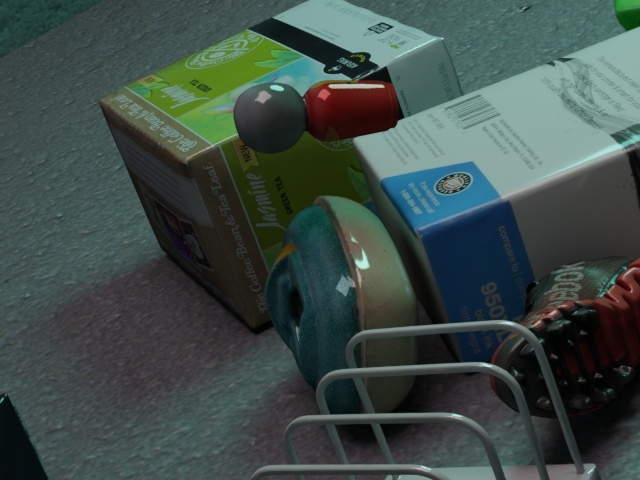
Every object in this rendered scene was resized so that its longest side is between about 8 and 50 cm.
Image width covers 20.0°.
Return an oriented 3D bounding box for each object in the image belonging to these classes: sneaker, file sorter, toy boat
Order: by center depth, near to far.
[{"bbox_3d":[0.066,0.203,1.386,0.193,0.173,0.277,-6,27,31],"label":"file sorter"},{"bbox_3d":[0.221,0.083,1.583,0.135,0.097,0.276,-4,16,44],"label":"sneaker"},{"bbox_3d":[0.000,0.000,1.696,0.148,0.318,0.267,-7,21,-9],"label":"toy boat"}]

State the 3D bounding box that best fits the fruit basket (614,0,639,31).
[{"bbox_3d":[0.535,-0.328,2.076,0.392,0.283,0.392,-20,40,17],"label":"fruit basket"}]

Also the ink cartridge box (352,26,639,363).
[{"bbox_3d":[0.265,-0.063,1.803,0.395,0.166,0.285,-22,24,-3],"label":"ink cartridge box"}]

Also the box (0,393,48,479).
[{"bbox_3d":[-0.385,0.250,1.740,0.153,0.108,0.207,-8,26,29],"label":"box"}]

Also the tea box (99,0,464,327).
[{"bbox_3d":[-0.033,-0.102,2.070,0.323,0.220,0.329,-28,24,-14],"label":"tea box"}]
